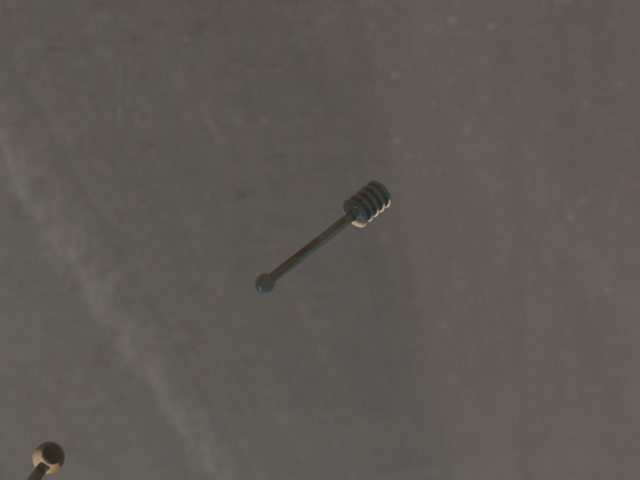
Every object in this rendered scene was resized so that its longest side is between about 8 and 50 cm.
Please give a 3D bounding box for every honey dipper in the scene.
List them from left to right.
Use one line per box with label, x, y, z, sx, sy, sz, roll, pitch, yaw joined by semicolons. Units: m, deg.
honey dipper;0.000;0.000;1.471;0.160;0.030;0.030;-38;170;-28

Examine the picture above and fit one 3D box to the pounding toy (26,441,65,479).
pounding toy;-0.328;0.376;1.973;0.154;0.270;0.154;-3;176;-11
